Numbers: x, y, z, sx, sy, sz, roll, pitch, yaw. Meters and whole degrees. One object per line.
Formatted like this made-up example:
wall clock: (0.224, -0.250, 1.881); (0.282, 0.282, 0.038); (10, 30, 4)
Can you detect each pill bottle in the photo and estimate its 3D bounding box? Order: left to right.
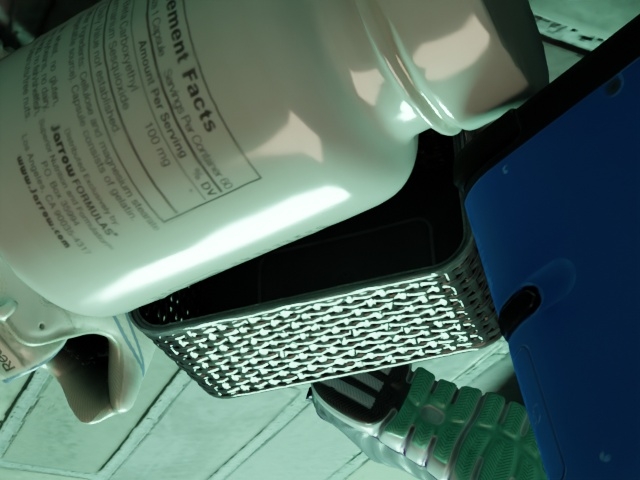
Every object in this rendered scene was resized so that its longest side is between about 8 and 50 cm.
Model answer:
pill bottle: (-0.028, -0.063, 0.481); (0.229, 0.131, 0.131); (-23, 141, 23)

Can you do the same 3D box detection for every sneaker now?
sneaker: (-0.168, -0.007, 0.565); (0.111, 0.129, 0.297); (-19, 142, 27)
sneaker: (0.092, 0.148, 0.819); (0.224, 0.083, 0.098); (33, 156, 6)

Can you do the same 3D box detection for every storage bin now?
storage bin: (0.000, 0.000, 0.588); (0.180, 0.122, 0.084); (-13, 145, 16)

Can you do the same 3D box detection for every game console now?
game console: (0.212, -0.044, 0.384); (0.173, 0.250, 0.293); (27, 128, -36)
